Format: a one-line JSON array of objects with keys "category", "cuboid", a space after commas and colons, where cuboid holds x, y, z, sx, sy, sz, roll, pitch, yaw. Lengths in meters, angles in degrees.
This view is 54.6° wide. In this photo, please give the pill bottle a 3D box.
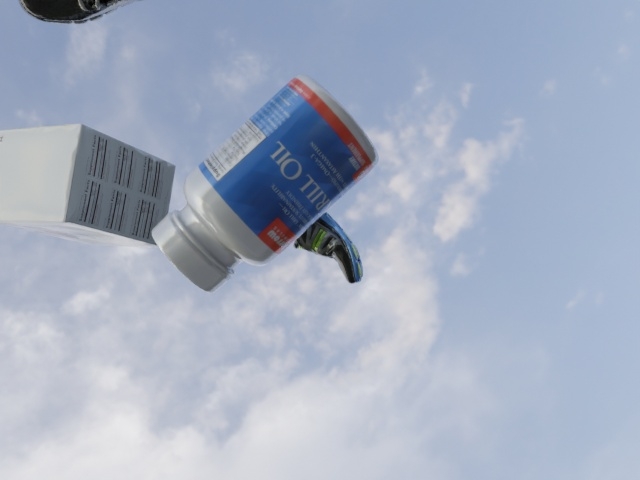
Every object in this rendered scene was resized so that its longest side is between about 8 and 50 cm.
[{"category": "pill bottle", "cuboid": [-0.059, -0.052, 0.634, 0.221, 0.124, 0.124, -43, -57, 1]}]

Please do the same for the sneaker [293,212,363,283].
[{"category": "sneaker", "cuboid": [0.000, 0.000, 0.986, 0.078, 0.188, 0.067, -42, -16, 1]}]

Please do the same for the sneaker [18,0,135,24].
[{"category": "sneaker", "cuboid": [-0.218, -0.295, 0.679, 0.229, 0.132, 0.086, -21, -64, -14]}]

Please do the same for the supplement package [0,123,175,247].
[{"category": "supplement package", "cuboid": [-0.383, -0.080, 1.000, 0.203, 0.194, 0.149, 22, -108, -60]}]
